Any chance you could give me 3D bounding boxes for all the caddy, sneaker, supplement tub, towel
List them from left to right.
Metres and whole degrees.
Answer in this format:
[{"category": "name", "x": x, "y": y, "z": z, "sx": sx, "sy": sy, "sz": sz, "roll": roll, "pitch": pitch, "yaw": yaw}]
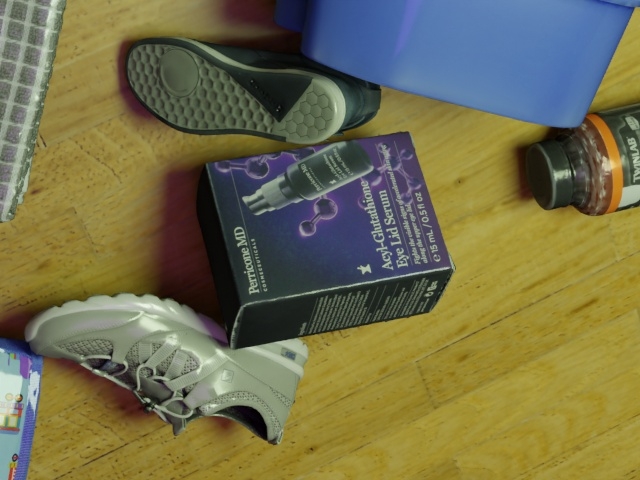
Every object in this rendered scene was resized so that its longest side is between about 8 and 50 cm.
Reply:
[{"category": "towel", "x": -0.343, "y": -0.162, "z": 1.199, "sx": 0.235, "sy": 0.121, "sz": 0.283, "roll": 11, "pitch": 103, "yaw": -18}, {"category": "sneaker", "x": -0.143, "y": 0.124, "z": 1.333, "sx": 0.281, "sy": 0.105, "sz": 0.115, "roll": 13, "pitch": 69, "yaw": -20}, {"category": "sneaker", "x": -0.054, "y": -0.147, "z": 1.311, "sx": 0.226, "sy": 0.163, "sz": 0.086, "roll": 17, "pitch": 112, "yaw": 21}, {"category": "caddy", "x": 0.120, "y": -0.232, "z": 1.251, "sx": 0.341, "sy": 0.241, "sz": 0.179, "roll": 12, "pitch": 109, "yaw": -20}, {"category": "supplement tub", "x": 0.312, "y": -0.084, "z": 1.422, "sx": 0.198, "sy": 0.106, "sz": 0.106, "roll": -14, "pitch": 110, "yaw": -12}]

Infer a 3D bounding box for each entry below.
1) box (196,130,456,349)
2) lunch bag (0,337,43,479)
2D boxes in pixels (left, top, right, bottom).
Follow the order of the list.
[{"category": "box", "x": 0.000, "y": 0.000, "z": 1.319, "sx": 0.207, "sy": 0.108, "sz": 0.153, "roll": -11, "pitch": 66, "yaw": -14}, {"category": "lunch bag", "x": -0.384, "y": 0.202, "z": 1.289, "sx": 0.221, "sy": 0.138, "sz": 0.293, "roll": 10, "pitch": 99, "yaw": -26}]
